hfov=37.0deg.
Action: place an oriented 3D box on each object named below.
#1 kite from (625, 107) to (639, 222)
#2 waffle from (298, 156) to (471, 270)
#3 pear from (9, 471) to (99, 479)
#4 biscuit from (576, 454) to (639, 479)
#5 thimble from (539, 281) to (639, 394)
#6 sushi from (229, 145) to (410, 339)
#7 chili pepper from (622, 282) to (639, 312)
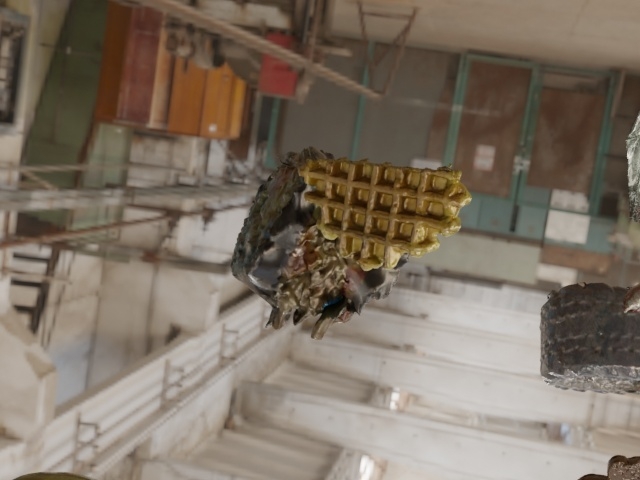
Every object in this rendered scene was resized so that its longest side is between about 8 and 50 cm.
[{"bbox_3d":[0.539,-0.092,1.109,0.360,0.204,0.022,12,-165,11],"label":"kite"},{"bbox_3d":[0.071,-0.050,1.060,0.192,0.161,0.046,-30,169,32],"label":"waffle"},{"bbox_3d":[-0.413,0.498,1.534,0.252,0.253,0.307,13,151,39],"label":"pear"},{"bbox_3d":[0.375,0.321,1.165,0.124,0.175,0.026,39,-147,3],"label":"biscuit"},{"bbox_3d":[0.505,0.174,1.680,0.236,0.172,0.205,1,164,16],"label":"thimble"},{"bbox_3d":[0.005,0.003,1.320,0.218,0.238,0.225,24,-154,-10],"label":"sushi"},{"bbox_3d":[0.517,0.087,1.501,0.153,0.050,0.041,-10,176,-31],"label":"chili pepper"}]
